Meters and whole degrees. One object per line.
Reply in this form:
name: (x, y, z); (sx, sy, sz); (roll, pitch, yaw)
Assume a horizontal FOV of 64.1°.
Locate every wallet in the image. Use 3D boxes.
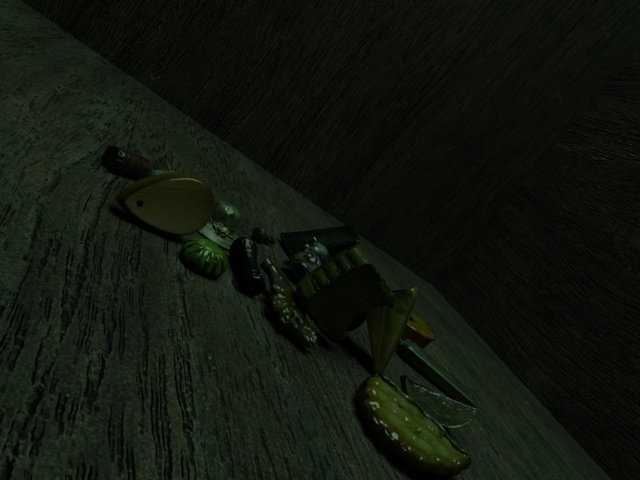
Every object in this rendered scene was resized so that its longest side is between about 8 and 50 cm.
wallet: (0.000, 0.000, 2.166); (0.318, 0.045, 0.172); (-9, 30, -15)

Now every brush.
brush: (-0.440, -0.118, 1.416); (0.267, 0.174, 0.166); (5, 16, -40)
brush: (-0.524, -0.213, 1.802); (0.313, 0.072, 0.067); (45, -11, 47)

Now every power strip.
power strip: (0.430, 0.501, 1.948); (0.387, 0.066, 0.092); (41, 12, 2)

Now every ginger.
ginger: (-0.093, 0.189, 1.467); (0.166, 0.080, 0.333); (53, 0, -34)

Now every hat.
hat: (-0.327, -0.075, 1.710); (0.252, 0.110, 0.252); (36, 11, -8)

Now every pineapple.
pineapple: (-0.212, -0.013, 1.987); (0.058, 0.058, 0.124); (46, 12, 34)

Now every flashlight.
flashlight: (-0.218, 0.078, 1.514); (0.093, 0.093, 0.232); (32, 17, -30)

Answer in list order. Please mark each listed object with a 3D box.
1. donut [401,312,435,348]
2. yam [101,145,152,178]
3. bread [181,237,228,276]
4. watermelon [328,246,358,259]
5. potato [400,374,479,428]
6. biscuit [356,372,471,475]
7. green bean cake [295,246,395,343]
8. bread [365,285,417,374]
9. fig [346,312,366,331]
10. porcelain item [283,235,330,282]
donut: (0.335, 0.349, 2.123); (0.303, 0.110, 0.303); (36, 9, -6)
yam: (-0.600, -0.240, 1.591); (0.079, 0.079, 0.141); (43, 10, 23)
bread: (-0.310, 0.041, 1.380); (0.139, 0.071, 0.130); (27, 20, -46)
watermelon: (0.042, 0.084, 2.220); (0.256, 0.176, 0.260); (-23, 54, -33)
potato: (0.340, 0.517, 1.566); (0.261, 0.100, 0.120); (24, -28, -3)
biscuit: (0.221, 0.473, 1.322); (0.329, 0.078, 0.335); (28, 14, -32)
green bean cake: (0.071, 0.155, 1.476); (0.233, 0.236, 0.124); (56, 1, -37)
bread: (0.242, 0.280, 1.615); (0.168, 0.163, 0.263); (7, 73, -73)
fig: (0.075, 0.180, 1.681); (0.203, 0.225, 0.203); (13, 20, -5)
porcelain item: (-0.025, 0.099, 1.936); (0.186, 0.138, 0.288); (49, 11, -2)
